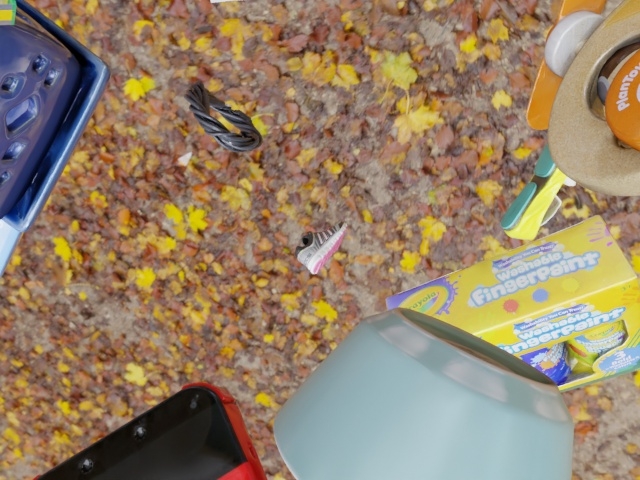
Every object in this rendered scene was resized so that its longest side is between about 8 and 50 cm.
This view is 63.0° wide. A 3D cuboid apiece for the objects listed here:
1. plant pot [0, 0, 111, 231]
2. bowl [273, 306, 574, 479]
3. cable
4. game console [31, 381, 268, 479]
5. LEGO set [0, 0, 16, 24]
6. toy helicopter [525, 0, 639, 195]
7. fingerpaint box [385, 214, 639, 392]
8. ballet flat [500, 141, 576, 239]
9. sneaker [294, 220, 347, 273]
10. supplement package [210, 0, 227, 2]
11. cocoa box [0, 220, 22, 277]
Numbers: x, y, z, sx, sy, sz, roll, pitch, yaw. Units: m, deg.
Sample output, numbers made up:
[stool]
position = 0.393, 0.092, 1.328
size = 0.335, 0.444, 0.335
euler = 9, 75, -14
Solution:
[plant pot]
position = -0.347, -0.135, 0.462
size = 0.236, 0.212, 0.236
euler = 36, 104, 6
[bowl]
position = 0.123, 0.178, 0.539
size = 0.311, 0.311, 0.163
euler = 23, 93, 3
[cable]
position = -0.163, -0.209, 0.880
size = 0.047, 0.184, 0.150
euler = -42, 108, 15
[game console]
position = -0.255, 0.430, 0.762
size = 0.386, 0.342, 0.060
euler = -31, 147, -3
[LEGO set]
position = -0.254, -0.249, 0.188
size = 0.255, 0.192, 0.332
euler = 1, 105, 55
[toy helicopter]
position = 0.296, -0.210, 0.440
size = 0.140, 0.235, 0.355
euler = 19, 94, -26
[fingerpaint box]
position = 0.420, 0.194, 1.098
size = 0.444, 0.163, 0.371
euler = -24, 134, 18
[ballet flat]
position = 0.420, -0.102, 0.959
size = 0.077, 0.077, 0.231
euler = 25, 105, -9
[sneaker]
position = 0.000, 0.000, 1.152
size = 0.074, 0.170, 0.063
euler = 30, 137, 12
[supplement package]
position = -0.180, -0.687, 1.165
size = 0.204, 0.145, 0.262
euler = 28, 138, 50
[cocoa box]
position = -0.630, -0.100, 0.803
size = 0.347, 0.228, 0.231
euler = 25, 105, -28
